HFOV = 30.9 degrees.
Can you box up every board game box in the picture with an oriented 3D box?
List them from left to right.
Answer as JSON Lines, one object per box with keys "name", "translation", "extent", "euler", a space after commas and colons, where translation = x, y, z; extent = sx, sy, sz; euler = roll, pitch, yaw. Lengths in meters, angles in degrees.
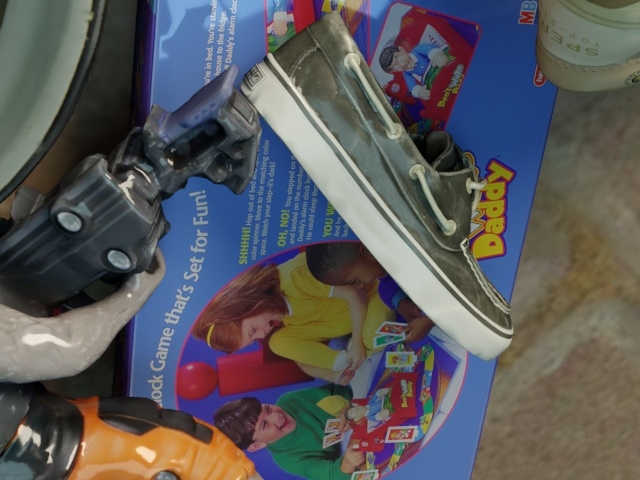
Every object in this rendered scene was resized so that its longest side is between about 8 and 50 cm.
{"name": "board game box", "translation": [0.000, 0.000, 0.700], "extent": [0.233, 0.078, 0.347], "euler": [1, 116, -15]}

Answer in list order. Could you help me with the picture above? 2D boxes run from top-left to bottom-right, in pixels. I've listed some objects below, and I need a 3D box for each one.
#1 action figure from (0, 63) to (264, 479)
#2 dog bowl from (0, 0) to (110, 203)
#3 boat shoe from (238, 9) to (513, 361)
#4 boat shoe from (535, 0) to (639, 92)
{"name": "action figure", "translation": [-0.133, 0.078, 0.579], "extent": [0.330, 0.178, 0.341], "euler": [42, 122, -10]}
{"name": "dog bowl", "translation": [-0.253, -0.183, 0.420], "extent": [0.407, 0.150, 0.408], "euler": [6, 131, 6]}
{"name": "boat shoe", "translation": [0.051, -0.023, 0.612], "extent": [0.070, 0.078, 0.219], "euler": [-38, 117, 7]}
{"name": "boat shoe", "translation": [0.234, -0.154, 0.537], "extent": [0.302, 0.109, 0.098], "euler": [-24, 149, -11]}
